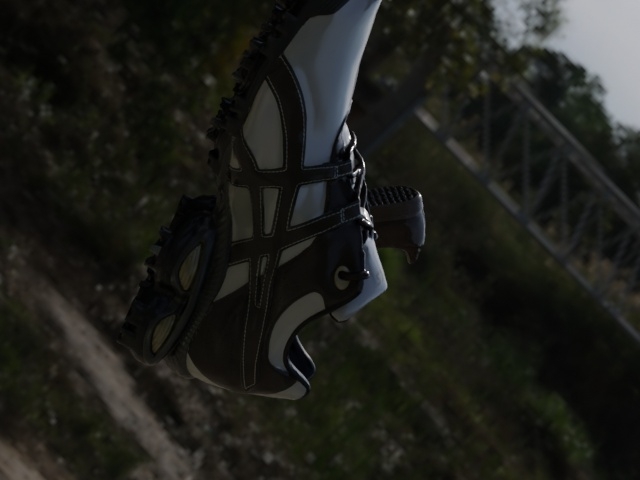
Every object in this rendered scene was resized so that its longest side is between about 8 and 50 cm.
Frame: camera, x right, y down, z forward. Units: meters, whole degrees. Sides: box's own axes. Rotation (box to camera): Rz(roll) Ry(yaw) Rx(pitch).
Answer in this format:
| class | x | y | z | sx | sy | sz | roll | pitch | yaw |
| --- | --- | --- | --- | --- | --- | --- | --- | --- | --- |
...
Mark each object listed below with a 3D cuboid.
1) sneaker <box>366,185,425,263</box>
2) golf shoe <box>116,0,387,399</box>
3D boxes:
| class | x | y | z | sx | sy | sz | roll | pitch | yaw |
| --- | --- | --- | --- | --- | --- | --- | --- | --- | --- |
| sneaker | 0.000 | 0.000 | 1.228 | 0.066 | 0.188 | 0.071 | -86 | 169 | -66 |
| golf shoe | -0.005 | -0.023 | 0.551 | 0.093 | 0.198 | 0.077 | 26 | 27 | -1 |
